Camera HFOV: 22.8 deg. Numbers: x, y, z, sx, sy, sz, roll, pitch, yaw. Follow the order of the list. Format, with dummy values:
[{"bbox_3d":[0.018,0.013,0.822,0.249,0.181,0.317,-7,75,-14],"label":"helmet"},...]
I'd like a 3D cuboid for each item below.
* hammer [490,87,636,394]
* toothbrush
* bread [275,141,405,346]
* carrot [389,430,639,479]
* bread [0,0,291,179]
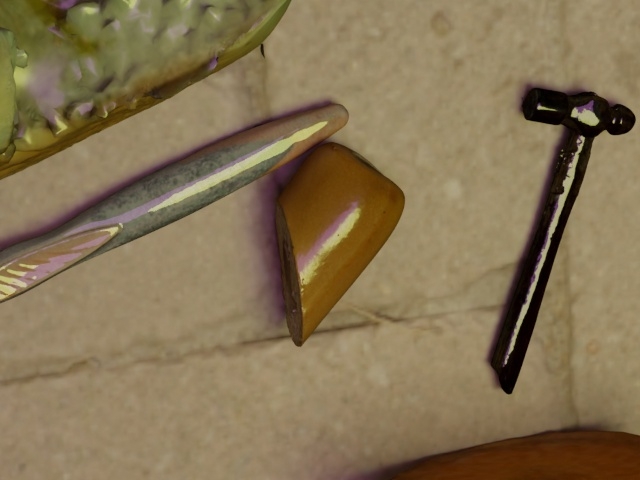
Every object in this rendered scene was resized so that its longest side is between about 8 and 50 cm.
[{"bbox_3d":[0.123,0.001,0.895,0.065,0.021,0.178,13,102,-16],"label":"hammer"},{"bbox_3d":[-0.152,0.013,0.825,0.375,0.037,0.028,-27,110,-9],"label":"toothbrush"},{"bbox_3d":[-0.001,0.001,0.845,0.062,0.049,0.103,39,89,-30],"label":"bread"},{"bbox_3d":[0.132,0.248,0.866,0.196,0.196,0.254,-11,105,-11],"label":"carrot"},{"bbox_3d":[-0.175,-0.094,0.661,0.333,0.333,0.160,-24,93,-7],"label":"bread"}]
